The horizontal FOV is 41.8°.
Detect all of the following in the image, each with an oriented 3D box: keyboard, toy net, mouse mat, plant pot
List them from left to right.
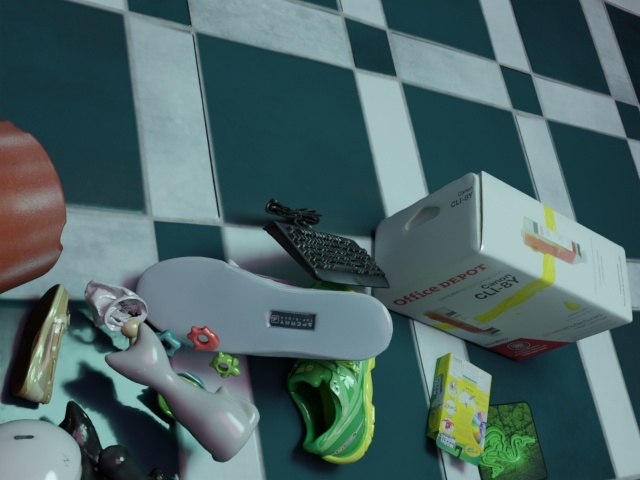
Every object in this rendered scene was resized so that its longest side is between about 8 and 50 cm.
[{"bbox_3d":[-0.450,-0.019,0.930,0.265,0.272,0.272,-21,83,-53],"label":"plant pot"},{"bbox_3d":[-0.221,0.135,1.124,0.232,0.122,0.045,47,21,-16],"label":"toy net"},{"bbox_3d":[0.000,0.000,1.338,0.201,0.033,0.317,44,12,20],"label":"keyboard"},{"bbox_3d":[0.349,0.379,1.558,0.189,0.007,0.153,3,67,-38],"label":"mouse mat"}]

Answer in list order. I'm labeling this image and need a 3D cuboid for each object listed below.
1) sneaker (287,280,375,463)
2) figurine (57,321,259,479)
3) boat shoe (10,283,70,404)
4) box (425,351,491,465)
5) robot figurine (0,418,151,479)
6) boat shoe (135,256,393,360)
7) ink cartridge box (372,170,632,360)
[{"bbox_3d":[0.015,0.193,1.300,0.123,0.109,0.296,15,60,-39],"label":"sneaker"},{"bbox_3d":[-0.219,0.239,1.063,0.209,0.092,0.215,42,70,-8],"label":"figurine"},{"bbox_3d":[-0.347,0.130,1.068,0.048,0.056,0.153,32,52,-36],"label":"boat shoe"},{"bbox_3d":[0.246,0.301,1.483,0.105,0.043,0.179,31,50,-20],"label":"box"},{"bbox_3d":[-0.296,0.322,0.903,0.209,0.173,0.278,-49,125,-40],"label":"robot figurine"},{"bbox_3d":[-0.082,0.107,1.237,0.367,0.156,0.136,7,80,-2],"label":"boat shoe"},{"bbox_3d":[0.321,0.062,1.508,0.384,0.279,0.160,23,56,-29],"label":"ink cartridge box"}]
